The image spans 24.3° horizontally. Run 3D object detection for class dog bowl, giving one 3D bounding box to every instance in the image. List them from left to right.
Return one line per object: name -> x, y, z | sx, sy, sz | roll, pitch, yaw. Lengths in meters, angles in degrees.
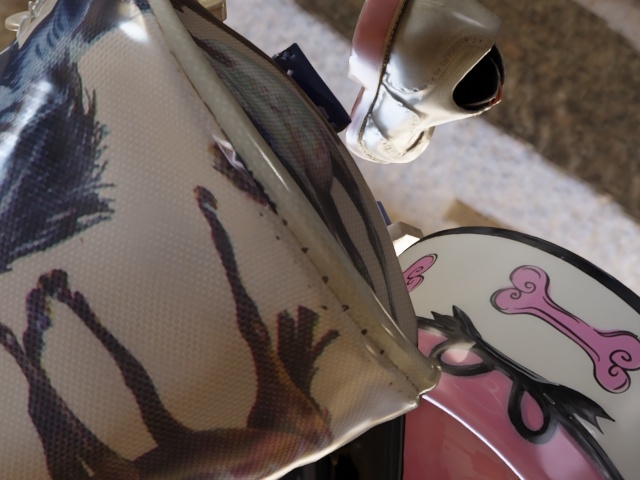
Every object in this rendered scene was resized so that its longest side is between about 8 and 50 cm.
dog bowl -> 0.138, 0.201, 1.130 | 0.408, 0.150, 0.408 | 33, 141, 32

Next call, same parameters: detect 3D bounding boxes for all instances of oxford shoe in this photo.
oxford shoe -> 0.101, -0.135, 1.385 | 0.130, 0.123, 0.348 | 22, 169, 8

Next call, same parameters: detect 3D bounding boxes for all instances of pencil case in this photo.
pencil case -> -0.172, 0.061, 0.504 | 0.184, 0.410, 0.160 | 64, -170, 17

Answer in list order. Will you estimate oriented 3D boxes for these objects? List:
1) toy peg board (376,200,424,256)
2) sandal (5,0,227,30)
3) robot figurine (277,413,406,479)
toy peg board -> 0.000, 0.000, 1.356 | 0.079, 0.160, 0.161 | 64, -172, 6
sandal -> -0.217, -0.268, 1.558 | 0.240, 0.088, 0.079 | 1, 115, 11
robot figurine -> -0.082, 0.079, 0.711 | 0.209, 0.173, 0.278 | 3, 100, 27
